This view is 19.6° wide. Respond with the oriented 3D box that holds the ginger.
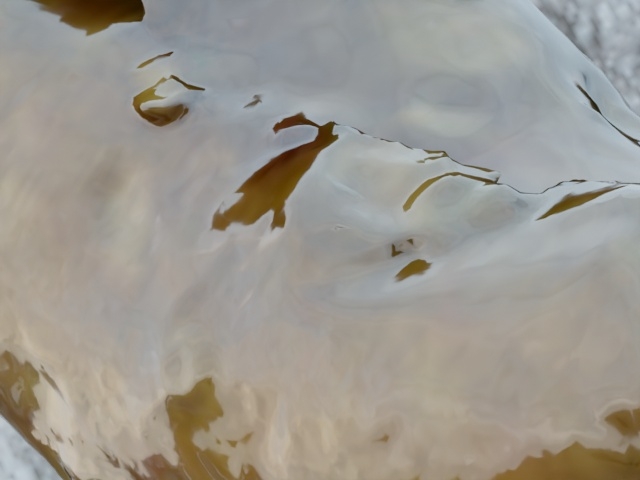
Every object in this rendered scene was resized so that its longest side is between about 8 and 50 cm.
[{"bbox_3d":[0.000,0.000,0.442,0.165,0.321,0.172,-48,-35,-16],"label":"ginger"}]
